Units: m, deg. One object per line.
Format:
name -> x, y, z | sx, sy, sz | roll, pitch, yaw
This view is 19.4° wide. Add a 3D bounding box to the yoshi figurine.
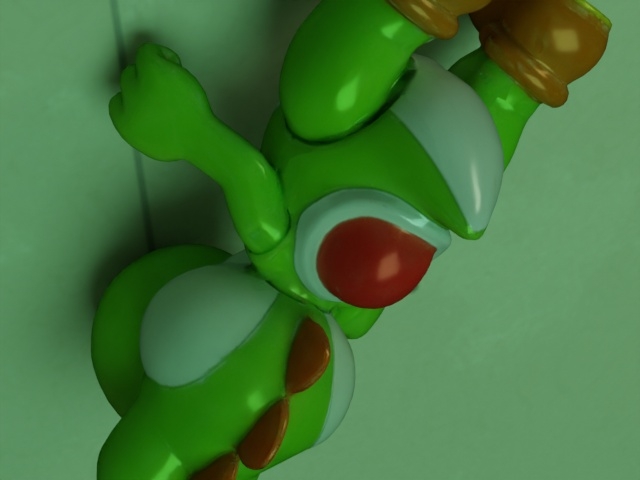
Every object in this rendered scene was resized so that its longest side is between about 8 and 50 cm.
yoshi figurine -> -0.018, -0.014, 1.007 | 0.362, 0.203, 0.203 | -57, 171, 6
